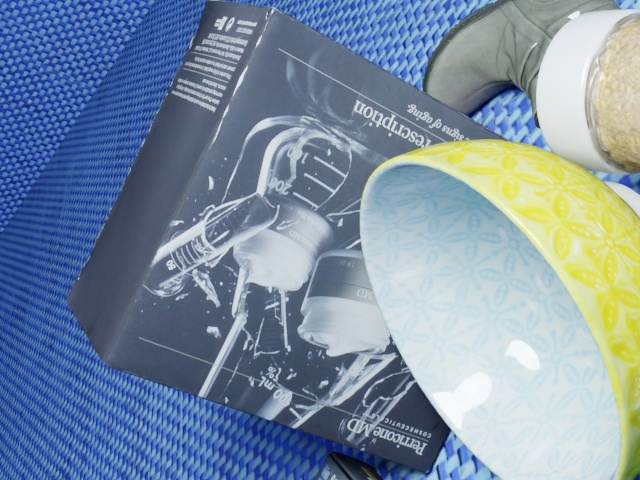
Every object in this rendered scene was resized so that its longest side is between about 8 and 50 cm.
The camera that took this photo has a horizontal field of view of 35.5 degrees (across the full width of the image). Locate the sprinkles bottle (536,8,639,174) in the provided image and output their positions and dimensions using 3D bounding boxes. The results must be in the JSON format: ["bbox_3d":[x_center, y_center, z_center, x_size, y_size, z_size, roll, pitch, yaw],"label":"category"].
[{"bbox_3d":[0.305,-0.088,0.627,0.355,0.121,0.121,15,81,53],"label":"sprinkles bottle"}]

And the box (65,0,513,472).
[{"bbox_3d":[0.000,0.000,0.917,0.312,0.343,0.179,-64,28,4],"label":"box"}]

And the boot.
[{"bbox_3d":[0.199,-0.168,0.993,0.246,0.083,0.161,-45,39,37],"label":"boot"}]

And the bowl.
[{"bbox_3d":[0.174,0.039,0.747,0.156,0.289,0.289,-27,19,-21],"label":"bowl"}]

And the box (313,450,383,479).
[{"bbox_3d":[0.011,0.342,0.931,0.232,0.059,0.183,-62,29,6],"label":"box"}]
